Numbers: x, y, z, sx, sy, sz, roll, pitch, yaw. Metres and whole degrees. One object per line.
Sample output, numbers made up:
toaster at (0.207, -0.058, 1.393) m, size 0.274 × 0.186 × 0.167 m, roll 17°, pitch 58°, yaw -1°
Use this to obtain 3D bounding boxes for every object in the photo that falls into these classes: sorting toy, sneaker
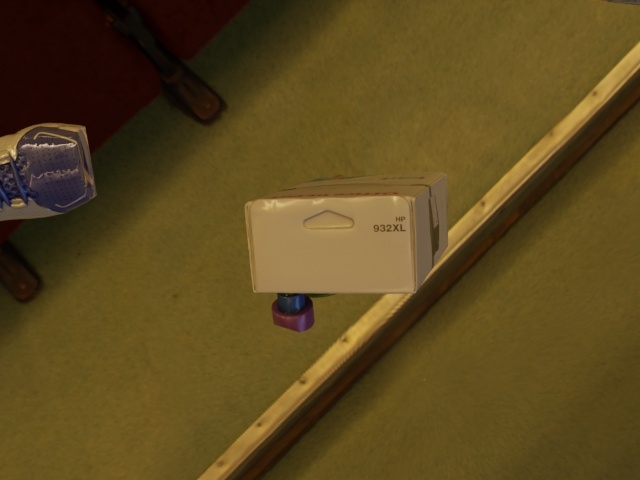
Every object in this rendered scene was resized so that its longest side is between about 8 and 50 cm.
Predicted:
sorting toy at (0.000, 0.000, 1.281) m, size 0.127 × 0.365 × 0.126 m, roll 6°, pitch 121°, yaw 18°
sneaker at (-0.446, -0.054, 0.921) m, size 0.316 × 0.182 × 0.127 m, roll -5°, pitch 111°, yaw 7°

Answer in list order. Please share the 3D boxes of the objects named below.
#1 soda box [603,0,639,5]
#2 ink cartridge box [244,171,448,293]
soda box at (0.423, -0.416, 1.127) m, size 0.287 × 0.091 × 0.098 m, roll -3°, pitch 92°, yaw -23°
ink cartridge box at (0.053, -0.018, 1.088) m, size 0.223 × 0.307 × 0.128 m, roll -1°, pitch 100°, yaw 17°
